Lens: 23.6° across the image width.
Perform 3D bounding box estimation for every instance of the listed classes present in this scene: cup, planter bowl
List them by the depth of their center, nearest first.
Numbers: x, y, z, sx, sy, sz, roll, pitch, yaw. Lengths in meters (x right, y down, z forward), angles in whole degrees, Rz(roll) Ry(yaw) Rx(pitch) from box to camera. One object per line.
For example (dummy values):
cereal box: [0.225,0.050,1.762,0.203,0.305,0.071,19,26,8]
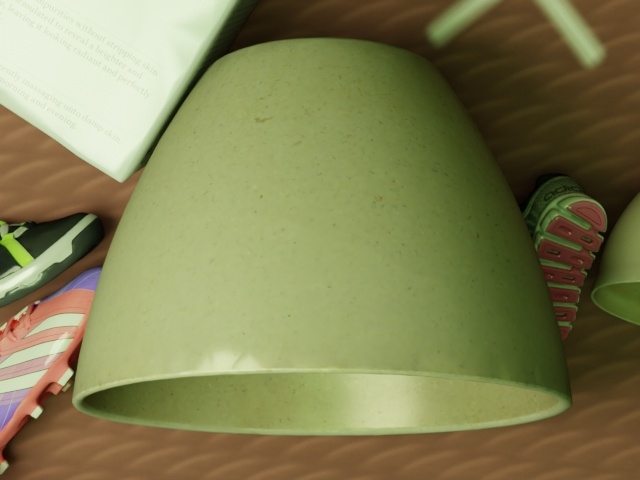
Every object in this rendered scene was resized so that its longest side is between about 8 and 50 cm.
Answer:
cup: [0.000,0.000,1.050,0.331,0.331,0.237,-2,77,6]
planter bowl: [0.281,0.001,1.090,0.162,0.162,0.109,10,76,3]

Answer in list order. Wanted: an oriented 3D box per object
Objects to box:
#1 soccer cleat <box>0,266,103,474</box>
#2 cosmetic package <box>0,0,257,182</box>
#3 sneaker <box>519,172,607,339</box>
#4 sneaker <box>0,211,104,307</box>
soccer cleat: [-0.250,0.107,1.194,0.095,0.083,0.248,39,105,2]
cosmetic package: [-0.112,-0.261,1.064,0.217,0.156,0.385,35,102,-2]
sneaker: [0.161,0.020,1.146,0.063,0.075,0.170,9,126,-14]
sneaker: [-0.283,0.012,1.172,0.234,0.084,0.097,-21,98,10]
